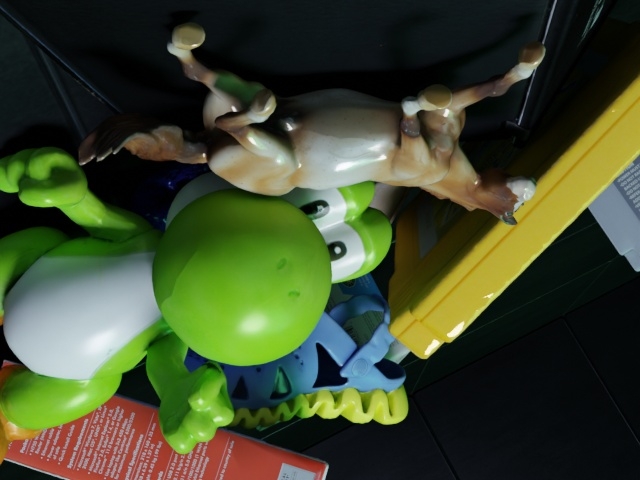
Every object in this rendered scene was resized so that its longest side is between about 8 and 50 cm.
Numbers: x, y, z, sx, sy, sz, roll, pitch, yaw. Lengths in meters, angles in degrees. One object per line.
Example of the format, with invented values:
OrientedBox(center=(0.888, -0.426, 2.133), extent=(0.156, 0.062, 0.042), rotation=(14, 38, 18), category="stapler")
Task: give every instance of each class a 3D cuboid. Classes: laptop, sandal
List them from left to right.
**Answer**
OrientedBox(center=(-0.031, 0.120, 1.041), extent=(0.317, 0.126, 0.138), rotation=(3, 104, -39), category="sandal")
OrientedBox(center=(0.064, -0.202, 0.567), extent=(0.408, 0.236, 0.382), rotation=(-57, 170, -4), category="laptop")

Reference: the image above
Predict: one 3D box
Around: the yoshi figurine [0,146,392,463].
OrientedBox(center=(-0.132, 0.042, 0.659), extent=(0.362, 0.203, 0.203), rotation=(-21, 138, 15), category="yoshi figurine")

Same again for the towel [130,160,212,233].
OrientedBox(center=(-0.064, 0.001, 0.913), extent=(0.227, 0.076, 0.308), rotation=(-24, 162, -17), category="towel")

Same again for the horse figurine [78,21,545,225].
OrientedBox(center=(0.006, -0.060, 0.547), extent=(0.263, 0.066, 0.174), rotation=(0, 167, -4), category="horse figurine")

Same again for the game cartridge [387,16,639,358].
OrientedBox(center=(0.163, -0.063, 0.802), extent=(0.285, 0.052, 0.324), rotation=(-48, -176, 15), category="game cartridge")

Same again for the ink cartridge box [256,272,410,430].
OrientedBox(center=(-0.016, 0.122, 1.206), extent=(0.203, 0.148, 0.086), rotation=(-23, 164, -16), category="ink cartridge box")

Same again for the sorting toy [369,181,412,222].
OrientedBox(center=(0.088, -0.082, 0.882), extent=(0.208, 0.038, 0.193), rotation=(-52, 173, -26), category="sorting toy")

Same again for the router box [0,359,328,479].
OrientedBox(center=(-0.154, 0.218, 0.997), extent=(0.301, 0.082, 0.335), rotation=(18, 168, 1), category="router box")

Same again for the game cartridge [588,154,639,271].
OrientedBox(center=(0.418, -0.122, 1.100), extent=(0.062, 0.198, 0.297), rotation=(-10, 155, -45), category="game cartridge")
